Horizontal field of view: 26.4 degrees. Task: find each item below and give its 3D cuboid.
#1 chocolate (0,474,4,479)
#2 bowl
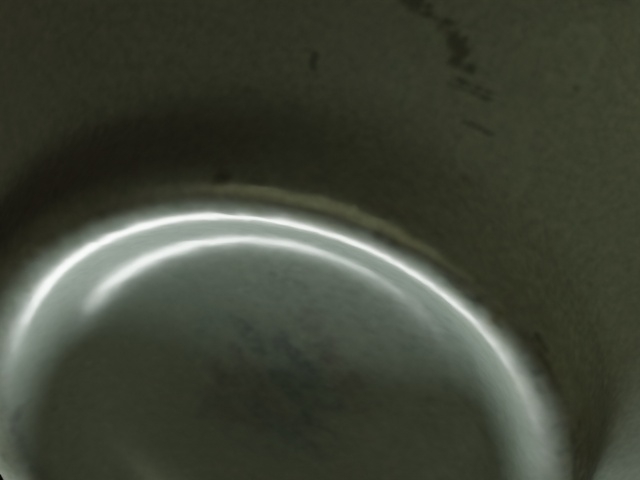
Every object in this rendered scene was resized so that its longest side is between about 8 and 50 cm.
[{"bbox_3d":[-0.217,0.102,0.600,0.176,0.177,0.177,6,127,8],"label":"chocolate"},{"bbox_3d":[0.000,0.000,0.458,0.434,0.196,0.435,7,127,9],"label":"bowl"}]
